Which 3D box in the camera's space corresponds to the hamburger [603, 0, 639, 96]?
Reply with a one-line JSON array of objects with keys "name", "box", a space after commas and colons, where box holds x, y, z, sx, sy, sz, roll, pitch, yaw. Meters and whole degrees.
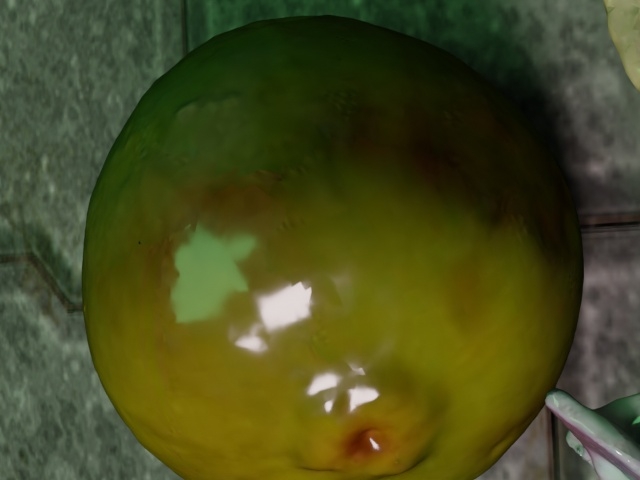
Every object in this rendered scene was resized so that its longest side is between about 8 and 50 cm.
[{"name": "hamburger", "box": [0.247, -0.072, 0.461, 0.330, 0.209, 0.162, -22, 61, 9]}]

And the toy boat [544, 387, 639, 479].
[{"name": "toy boat", "box": [0.155, 0.082, 0.500, 0.092, 0.299, 0.134, 39, 88, 33]}]

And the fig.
[{"name": "fig", "box": [0.008, -0.001, 0.741, 0.207, 0.207, 0.230, -34, 33, 44]}]
